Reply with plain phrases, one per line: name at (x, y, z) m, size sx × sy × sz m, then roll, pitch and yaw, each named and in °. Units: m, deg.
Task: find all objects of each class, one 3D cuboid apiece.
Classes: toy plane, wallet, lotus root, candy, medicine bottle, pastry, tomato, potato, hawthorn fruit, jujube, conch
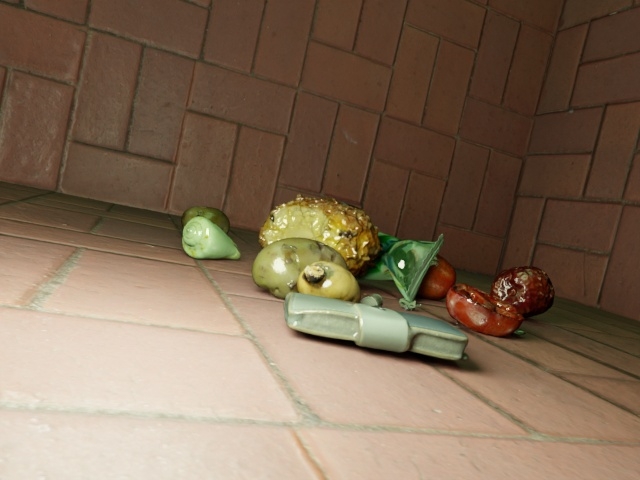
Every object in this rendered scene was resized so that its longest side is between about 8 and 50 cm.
toy plane at (0.263, 0.193, 1.573) m, size 0.080 × 0.033 × 0.083 m, roll 10°, pitch -3°, yaw -29°
wallet at (0.103, 0.167, 1.046) m, size 0.361 × 0.083 × 0.252 m, roll 11°, pitch -2°, yaw -3°
lotus root at (0.016, 0.106, 1.211) m, size 0.125 × 0.118 × 0.221 m, roll -24°, pitch -35°, yaw 20°
candy at (0.208, 0.059, 1.850) m, size 0.398 × 0.262 × 0.172 m, roll 16°, pitch -30°, yaw 30°
medicine bottle at (0.137, 0.168, 1.387) m, size 0.047 × 0.047 × 0.083 m, roll 13°, pitch 4°, yaw 18°
pastry at (0.017, 0.004, 1.701) m, size 0.405 × 0.292 × 0.337 m, roll 3°, pitch -15°, yaw 41°
tomato at (0.457, 0.209, 1.493) m, size 0.228 × 0.101 × 0.228 m, roll 17°, pitch 10°, yaw -3°
potato at (-0.483, -0.071, 2.248) m, size 0.174 × 0.159 × 0.251 m, roll 39°, pitch 5°, yaw 22°
hawthorn fruit at (0.409, 0.137, 1.927) m, size 0.189 × 0.189 × 0.189 m, roll 12°, pitch 3°, yaw -1°
jujube at (0.756, 0.191, 1.959) m, size 0.213 × 0.212 × 0.232 m, roll 15°, pitch 0°, yaw 43°
conch at (-0.366, -0.009, 1.730) m, size 0.144 × 0.137 × 0.251 m, roll 13°, pitch 3°, yaw 17°
potato at (-0.048, 0.074, 1.344) m, size 0.263 × 0.164 × 0.165 m, roll 3°, pitch 8°, yaw -30°

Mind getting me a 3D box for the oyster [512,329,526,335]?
oyster at (0.561, 0.267, 1.536) m, size 0.054 × 0.019 × 0.083 m, roll 8°, pitch 7°, yaw -36°
